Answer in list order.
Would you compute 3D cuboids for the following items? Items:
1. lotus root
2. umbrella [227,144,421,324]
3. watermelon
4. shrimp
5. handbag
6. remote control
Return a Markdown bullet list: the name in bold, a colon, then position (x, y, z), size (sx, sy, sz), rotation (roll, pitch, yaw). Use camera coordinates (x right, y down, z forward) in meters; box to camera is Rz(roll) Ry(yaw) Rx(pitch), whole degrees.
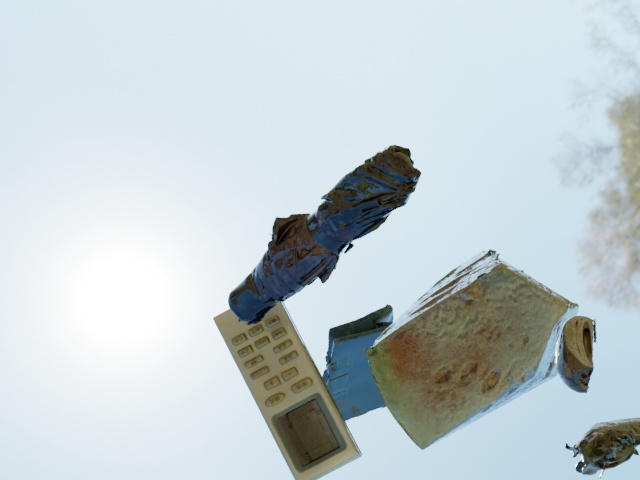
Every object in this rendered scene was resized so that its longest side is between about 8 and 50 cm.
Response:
- **lotus root**: position (0.208, 0.093, 0.920), size (0.030, 0.037, 0.083), rotation (15, -149, 7)
- **umbrella**: position (0.000, 0.000, 1.409), size (0.094, 0.326, 0.090), rotation (18, -140, -41)
- **watermelon**: position (0.261, 0.133, 1.637), size (0.387, 0.258, 0.228), rotation (-29, -96, -32)
- **shrimp**: position (0.406, 0.254, 1.400), size (0.169, 0.058, 0.296), rotation (-8, 177, 24)
- **handbag**: position (0.068, 0.220, 1.926), size (0.144, 0.221, 0.057), rotation (-17, -132, -25)
- **remote control**: position (-0.049, 0.212, 1.619), size (0.277, 0.103, 0.055), rotation (62, 180, 10)
